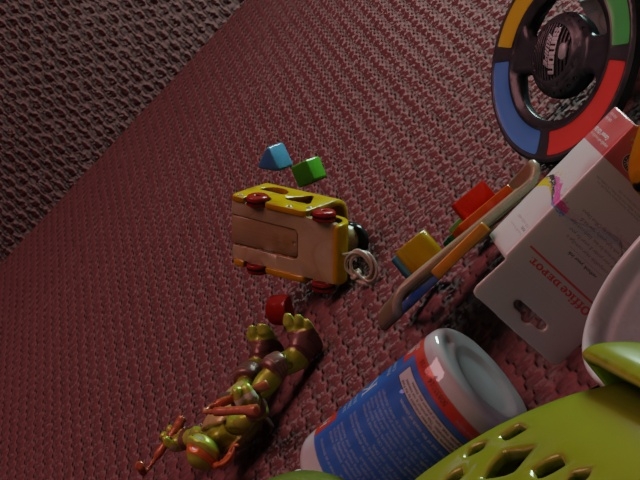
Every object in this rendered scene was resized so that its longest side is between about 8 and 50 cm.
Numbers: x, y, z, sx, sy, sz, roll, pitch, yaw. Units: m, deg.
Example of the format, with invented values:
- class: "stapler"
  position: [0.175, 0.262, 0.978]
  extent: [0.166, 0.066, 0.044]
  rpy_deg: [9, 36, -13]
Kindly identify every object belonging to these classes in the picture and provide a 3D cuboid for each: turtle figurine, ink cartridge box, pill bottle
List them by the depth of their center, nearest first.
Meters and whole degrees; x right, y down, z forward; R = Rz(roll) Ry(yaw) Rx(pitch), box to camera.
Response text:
- class: "pill bottle"
  position: [0.061, 0.186, 1.515]
  extent: [0.221, 0.124, 0.124]
  rpy_deg: [-41, 19, 19]
- class: "ink cartridge box"
  position: [0.229, -0.002, 1.524]
  extent: [0.198, 0.115, 0.067]
  rpy_deg: [-45, 18, 8]
- class: "turtle figurine"
  position: [-0.081, 0.177, 1.926]
  extent: [0.217, 0.087, 0.269]
  rpy_deg: [-52, 8, -35]

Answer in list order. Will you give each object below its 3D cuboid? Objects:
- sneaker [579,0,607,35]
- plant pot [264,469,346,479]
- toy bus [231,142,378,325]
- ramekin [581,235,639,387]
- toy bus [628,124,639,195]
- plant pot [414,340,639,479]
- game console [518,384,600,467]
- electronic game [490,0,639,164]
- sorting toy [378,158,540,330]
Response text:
- class: "sneaker"
  position: [0.361, -0.302, 1.873]
  extent: [0.212, 0.094, 0.080]
  rpy_deg: [-50, 17, -6]
- class: "plant pot"
  position: [-0.052, 0.308, 1.364]
  extent: [0.275, 0.275, 0.293]
  rpy_deg: [-36, 7, 34]
- class: "toy bus"
  position: [-0.009, -0.007, 2.097]
  extent: [0.104, 0.202, 0.191]
  rpy_deg: [-23, -15, -49]
- class: "ramekin"
  position: [0.298, 0.055, 1.261]
  extent: [0.207, 0.109, 0.207]
  rpy_deg: [-42, 20, 19]
- class: "toy bus"
  position: [0.378, -0.159, 1.479]
  extent: [0.108, 0.130, 0.332]
  rpy_deg: [-19, 34, 58]
- class: "plant pot"
  position: [0.200, 0.198, 1.029]
  extent: [0.207, 0.228, 0.227]
  rpy_deg: [-43, 17, -6]
- class: "game console"
  position: [0.196, 0.135, 1.402]
  extent: [0.122, 0.107, 0.071]
  rpy_deg: [-34, 51, 39]
- class: "electronic game"
  position: [0.252, -0.192, 1.829]
  extent: [0.229, 0.048, 0.229]
  rpy_deg: [-24, 61, 53]
- class: "sorting toy"
  position: [0.121, -0.001, 1.695]
  extent: [0.196, 0.047, 0.347]
  rpy_deg: [-44, -3, -7]
